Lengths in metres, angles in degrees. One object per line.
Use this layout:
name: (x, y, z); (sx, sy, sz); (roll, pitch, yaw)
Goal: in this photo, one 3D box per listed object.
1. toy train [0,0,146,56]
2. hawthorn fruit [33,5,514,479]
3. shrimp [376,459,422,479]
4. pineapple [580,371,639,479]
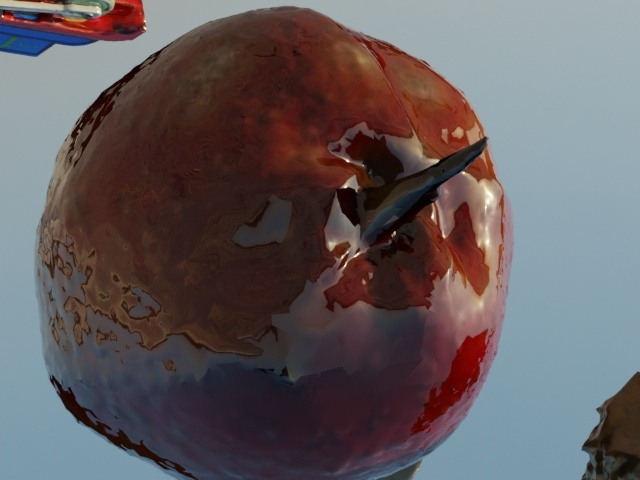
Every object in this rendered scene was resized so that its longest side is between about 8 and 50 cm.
toy train: (-0.237, -0.184, 1.396); (0.204, 0.083, 0.131); (5, 157, -41)
hawthorn fruit: (0.000, 0.000, 0.947); (0.254, 0.254, 0.300); (-28, 180, -40)
shrimp: (-0.004, 0.114, 1.725); (0.061, 0.267, 0.145); (-37, -176, -34)
pineapple: (0.180, 0.190, 0.981); (0.125, 0.251, 0.125); (0, -156, 0)
